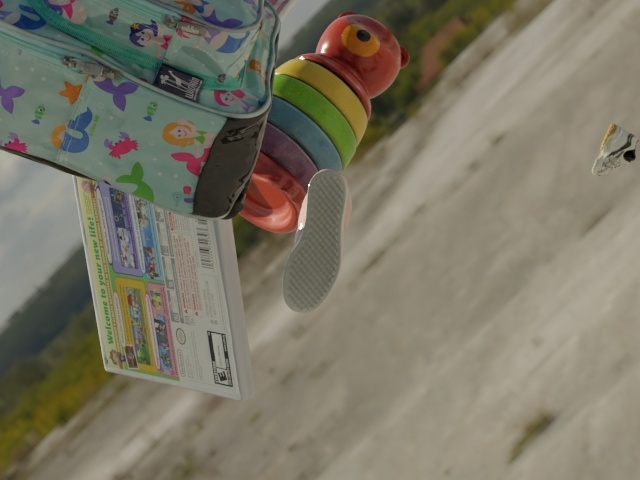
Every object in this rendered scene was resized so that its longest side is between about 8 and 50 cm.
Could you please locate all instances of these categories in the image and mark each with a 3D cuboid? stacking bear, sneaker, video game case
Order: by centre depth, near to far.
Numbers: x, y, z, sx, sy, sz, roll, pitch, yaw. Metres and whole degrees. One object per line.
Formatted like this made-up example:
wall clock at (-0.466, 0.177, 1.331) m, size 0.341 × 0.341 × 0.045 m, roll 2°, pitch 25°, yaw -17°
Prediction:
sneaker at (0.000, 0.000, 1.575) m, size 0.070 × 0.051 × 0.134 m, roll -40°, pitch -37°, yaw -85°
video game case at (-0.151, 0.040, 1.642) m, size 0.193 × 0.212 × 0.023 m, roll 8°, pitch 23°, yaw 39°
sneaker at (0.301, -0.085, 1.736) m, size 0.032 × 0.037 × 0.083 m, roll -62°, pitch -10°, yaw -23°
stacking bear at (-0.008, -0.163, 2.114) m, size 0.289 × 0.175 × 0.164 m, roll -50°, pitch -14°, yaw -20°

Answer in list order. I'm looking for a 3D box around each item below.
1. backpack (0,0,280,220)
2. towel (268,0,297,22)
backpack at (-0.157, -0.144, 1.227) m, size 0.225 × 0.253 × 0.191 m, roll -85°, pitch 10°, yaw -60°
towel at (-0.130, -0.251, 1.808) m, size 0.029 × 0.197 × 0.144 m, roll 80°, pitch -151°, yaw -47°
